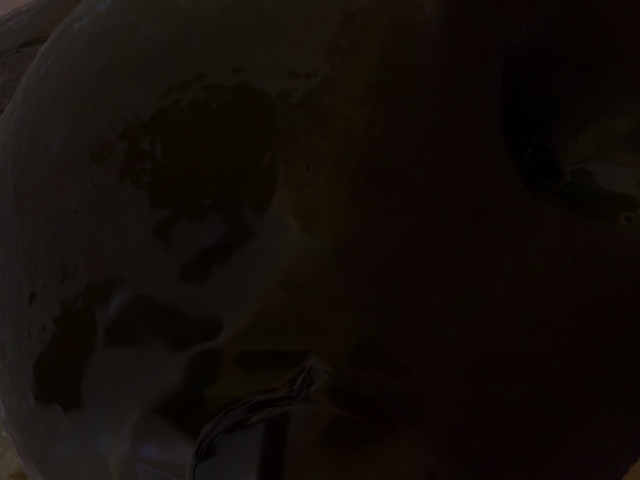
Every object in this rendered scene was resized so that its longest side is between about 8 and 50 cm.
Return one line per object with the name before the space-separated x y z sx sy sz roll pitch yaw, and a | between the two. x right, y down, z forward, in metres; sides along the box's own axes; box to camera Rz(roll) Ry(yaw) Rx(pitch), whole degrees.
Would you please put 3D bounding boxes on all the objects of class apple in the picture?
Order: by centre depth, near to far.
apple | 0.000 0.000 0.513 0.173 0.207 0.188 -9 -19 -34

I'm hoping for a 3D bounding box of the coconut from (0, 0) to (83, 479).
coconut | -0.064 0.018 0.739 0.227 0.227 0.230 -52 -11 -48
